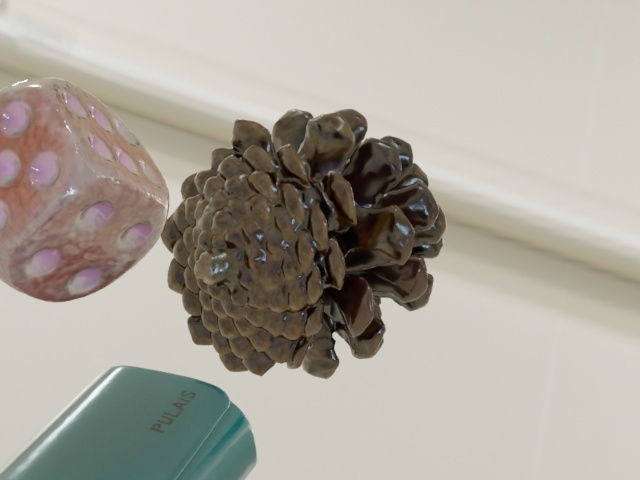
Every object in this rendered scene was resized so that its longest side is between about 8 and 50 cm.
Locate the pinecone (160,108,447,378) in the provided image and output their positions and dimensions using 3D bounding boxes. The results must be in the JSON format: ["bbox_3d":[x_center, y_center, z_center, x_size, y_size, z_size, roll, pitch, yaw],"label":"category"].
[{"bbox_3d":[-0.006,-0.006,1.564,0.264,0.264,0.264,10,-32,6],"label":"pinecone"}]

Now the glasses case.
[{"bbox_3d":[-0.145,0.164,0.938,0.117,0.301,0.070,4,-67,20],"label":"glasses case"}]

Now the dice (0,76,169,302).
[{"bbox_3d":[-0.147,-0.028,0.950,0.091,0.094,0.093,-40,-29,13],"label":"dice"}]
